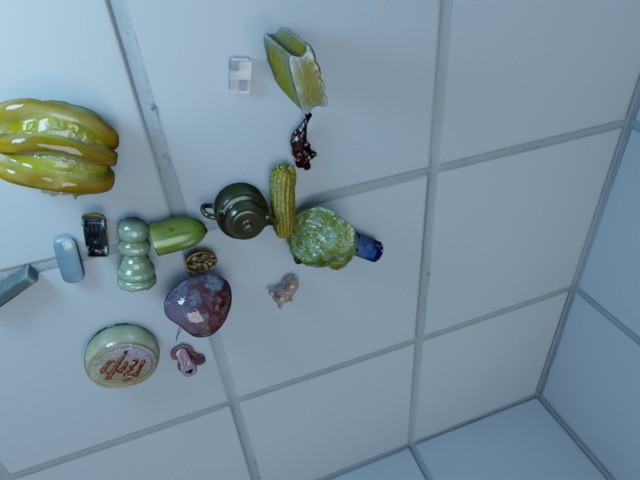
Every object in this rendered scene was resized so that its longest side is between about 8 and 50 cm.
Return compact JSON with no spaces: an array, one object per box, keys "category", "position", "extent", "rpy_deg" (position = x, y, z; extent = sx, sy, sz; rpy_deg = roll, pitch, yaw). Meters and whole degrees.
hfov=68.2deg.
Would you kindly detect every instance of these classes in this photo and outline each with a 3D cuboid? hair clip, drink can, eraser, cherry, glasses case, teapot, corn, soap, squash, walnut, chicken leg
[{"category":"hair clip","position":[-0.562,0.492,1.986],"extent":[0.123,0.102,0.138],"rpy_deg":[-27,97,-6]},{"category":"drink can","position":[0.141,0.012,1.914],"extent":[0.235,0.097,0.097],"rpy_deg":[22,112,-33]},{"category":"eraser","position":[-0.243,-0.500,1.433],"extent":[0.064,0.026,0.105],"rpy_deg":[-4,125,-18]},{"category":"cherry","position":[-0.457,0.246,1.745],"extent":[0.286,0.212,0.236],"rpy_deg":[-56,159,-8]},{"category":"glasses case","position":[-0.828,0.065,1.560],"extent":[0.067,0.045,0.179],"rpy_deg":[-8,125,-19]},{"category":"teapot","position":[-0.275,-0.085,1.616],"extent":[0.267,0.175,0.186],"rpy_deg":[4,119,-26]},{"category":"corn","position":[-0.135,-0.136,1.686],"extent":[0.101,0.101,0.292],"rpy_deg":[-8,126,-18]},{"category":"soap","position":[-0.074,-0.490,1.353],"extent":[0.089,0.274,0.174],"rpy_deg":[-23,129,-8]},{"category":"squash","position":[-0.478,-0.019,1.609],"extent":[0.186,0.123,0.123],"rpy_deg":[-13,127,-14]},{"category":"walnut","position":[-0.439,0.070,1.729],"extent":[0.121,0.052,0.091],"rpy_deg":[-10,125,-20]},{"category":"glasses case","position":[-1.015,0.164,1.534],"extent":[0.204,0.071,0.047],"rpy_deg":[-33,133,0]},{"category":"chicken leg","position":[-0.061,-0.334,1.615],"extent":[0.089,0.048,0.219],"rpy_deg":[-19,128,-14]}]

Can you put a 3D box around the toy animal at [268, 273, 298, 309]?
[{"category":"toy animal","position":[-0.145,0.201,1.932],"extent":[0.150,0.083,0.089],"rpy_deg":[-53,150,-4]}]

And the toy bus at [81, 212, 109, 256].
[{"category":"toy bus","position":[-0.722,-0.025,1.526],"extent":[0.069,0.074,0.162],"rpy_deg":[1,125,-15]}]

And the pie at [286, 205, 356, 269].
[{"category":"pie","position":[0.003,-0.008,1.770],"extent":[0.274,0.105,0.258],"rpy_deg":[9,119,19]}]

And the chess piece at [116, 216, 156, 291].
[{"category":"chess piece","position":[-0.622,0.036,1.589],"extent":[0.133,0.133,0.244],"rpy_deg":[-3,117,-21]}]

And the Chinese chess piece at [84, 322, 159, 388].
[{"category":"Chinese chess piece","position":[-0.759,0.446,1.816],"extent":[0.269,0.112,0.270],"rpy_deg":[-12,128,-16]}]

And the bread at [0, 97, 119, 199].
[{"category":"bread","position":[-0.713,-0.245,1.291],"extent":[0.315,0.211,0.270],"rpy_deg":[9,118,-32]}]
